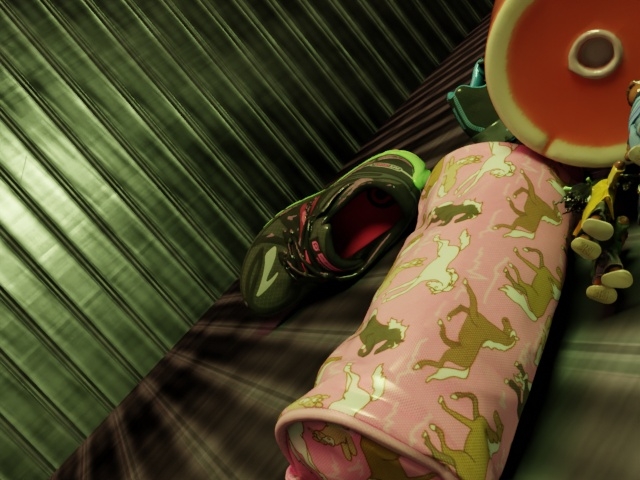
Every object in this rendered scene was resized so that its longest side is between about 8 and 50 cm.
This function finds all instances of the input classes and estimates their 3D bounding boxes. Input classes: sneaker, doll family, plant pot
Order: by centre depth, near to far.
[{"bbox_3d":[0.248,-0.047,0.492,0.111,0.076,0.193,-49,-16,-49],"label":"doll family"},{"bbox_3d":[0.285,-0.208,0.602,0.275,0.275,0.243,-35,8,40],"label":"plant pot"},{"bbox_3d":[0.373,-0.315,1.129,0.341,0.140,0.125,-46,8,-22],"label":"sneaker"},{"bbox_3d":[0.000,0.000,1.182,0.482,0.185,0.202,-40,6,26],"label":"sneaker"}]

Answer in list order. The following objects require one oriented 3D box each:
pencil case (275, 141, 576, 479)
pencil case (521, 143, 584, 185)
[{"bbox_3d":[0.111,0.066,0.535,0.386,0.160,0.167,-54,-11,-42],"label":"pencil case"},{"bbox_3d":[0.224,-0.050,0.779,0.209,0.095,0.098,-40,26,34],"label":"pencil case"}]
